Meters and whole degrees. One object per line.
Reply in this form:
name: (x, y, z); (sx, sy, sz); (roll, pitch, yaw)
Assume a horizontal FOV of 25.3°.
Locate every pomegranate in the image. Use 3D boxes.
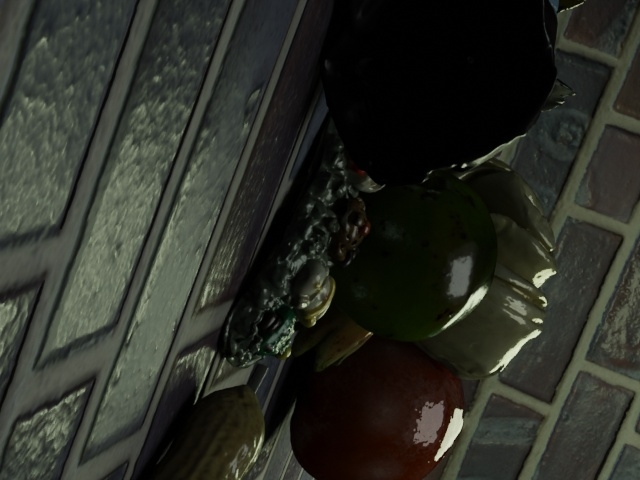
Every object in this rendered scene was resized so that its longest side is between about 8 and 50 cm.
pomegranate: (0.079, 0.043, 1.740); (0.302, 0.236, 0.236); (-59, 174, 25)

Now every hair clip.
hair clip: (0.001, 0.001, 1.558); (0.138, 0.091, 0.321); (70, 43, -71)

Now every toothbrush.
toothbrush: (-0.110, 0.232, 1.701); (0.017, 0.014, 0.194); (92, 24, -62)

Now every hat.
hat: (0.141, -0.232, 1.413); (0.209, 0.238, 0.336); (-48, 148, -54)

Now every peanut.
peanut: (-0.120, 0.236, 1.456); (0.214, 0.090, 0.099); (-58, 154, -35)

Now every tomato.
tomato: (0.084, 0.232, 2.036); (0.265, 0.264, 0.265); (23, 90, -79)

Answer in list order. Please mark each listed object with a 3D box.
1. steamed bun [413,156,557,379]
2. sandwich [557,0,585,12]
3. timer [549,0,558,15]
steamed bun: (0.195, 0.017, 1.924); (0.203, 0.276, 0.289); (131, -23, -59)
sandwich: (0.317, -0.411, 1.970); (0.109, 0.292, 0.212); (44, 48, -40)
timer: (0.222, -0.355, 1.844); (0.175, 0.175, 0.256); (76, 9, -73)
